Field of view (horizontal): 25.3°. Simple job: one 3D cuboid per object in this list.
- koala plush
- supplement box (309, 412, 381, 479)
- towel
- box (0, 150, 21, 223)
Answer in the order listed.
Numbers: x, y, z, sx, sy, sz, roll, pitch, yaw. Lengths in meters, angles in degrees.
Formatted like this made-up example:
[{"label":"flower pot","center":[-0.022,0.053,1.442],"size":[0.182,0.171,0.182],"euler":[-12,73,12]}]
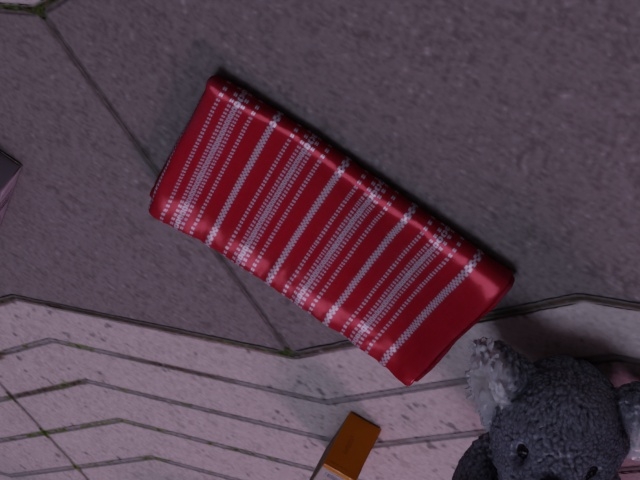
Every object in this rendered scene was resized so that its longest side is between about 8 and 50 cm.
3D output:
[{"label":"koala plush","center":[0.176,0.178,1.111],"size":[0.196,0.203,0.221],"euler":[13,122,12]},{"label":"supplement box","center":[0.019,0.213,1.350],"size":[0.036,0.062,0.098],"euler":[29,147,2]},{"label":"towel","center":[0.000,0.000,1.118],"size":[0.275,0.031,0.199],"euler":[34,146,-3]},{"label":"box","center":[-0.346,0.019,1.277],"size":[0.038,0.186,0.145],"euler":[34,147,-3]}]
